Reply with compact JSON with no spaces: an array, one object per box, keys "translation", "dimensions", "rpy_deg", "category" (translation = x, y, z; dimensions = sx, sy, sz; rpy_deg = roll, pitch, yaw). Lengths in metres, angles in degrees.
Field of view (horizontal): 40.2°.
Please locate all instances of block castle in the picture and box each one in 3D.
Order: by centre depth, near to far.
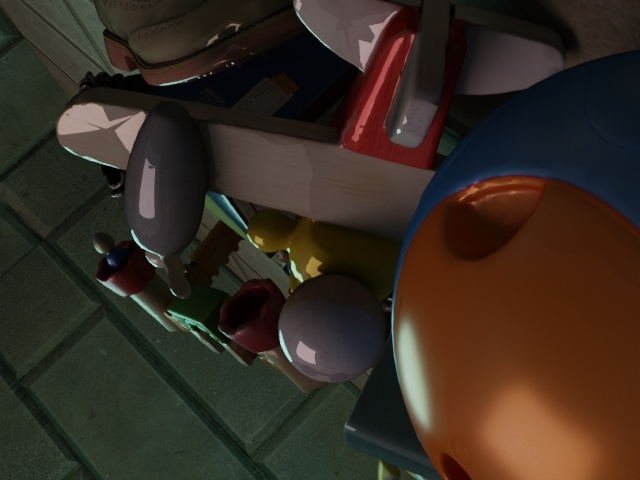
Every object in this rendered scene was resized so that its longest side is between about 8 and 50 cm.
[{"translation":[-0.108,-0.001,1.229],"dimensions":[0.453,0.303,0.213],"rpy_deg":[12,149,53],"category":"block castle"}]

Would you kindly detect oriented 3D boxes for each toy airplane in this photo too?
[{"translation":[0.038,-0.022,0.701],"dimensions":[0.386,0.272,0.384],"rpy_deg":[-4,153,38],"category":"toy airplane"}]

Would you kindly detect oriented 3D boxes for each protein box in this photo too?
[{"translation":[-0.069,-0.129,0.990],"dimensions":[0.200,0.201,0.136],"rpy_deg":[37,166,39],"category":"protein box"}]

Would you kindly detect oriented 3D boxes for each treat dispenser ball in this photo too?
[{"translation":[0.181,0.043,0.465],"dimensions":[0.288,0.288,0.288],"rpy_deg":[44,169,11],"category":"treat dispenser ball"}]

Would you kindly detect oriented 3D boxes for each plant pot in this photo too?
[{"translation":[0.197,0.204,1.143],"dimensions":[0.252,0.247,0.247],"rpy_deg":[25,165,10],"category":"plant pot"}]

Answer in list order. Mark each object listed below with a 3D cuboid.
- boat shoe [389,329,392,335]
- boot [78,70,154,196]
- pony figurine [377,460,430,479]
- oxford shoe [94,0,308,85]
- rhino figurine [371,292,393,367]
[{"translation":[0.138,0.147,1.464],"dimensions":[0.306,0.104,0.113],"rpy_deg":[21,155,2],"category":"boat shoe"},{"translation":[-0.207,-0.195,1.084],"dimensions":[0.091,0.229,0.262],"rpy_deg":[-10,94,32],"category":"boot"},{"translation":[0.252,0.410,1.358],"dimensions":[0.303,0.351,0.363],"rpy_deg":[19,-143,-41],"category":"pony figurine"},{"translation":[-0.139,-0.240,0.833],"dimensions":[0.397,0.141,0.146],"rpy_deg":[19,133,54],"category":"oxford shoe"},{"translation":[0.083,0.089,1.338],"dimensions":[0.106,0.073,0.243],"rpy_deg":[1,105,29],"category":"rhino figurine"}]
